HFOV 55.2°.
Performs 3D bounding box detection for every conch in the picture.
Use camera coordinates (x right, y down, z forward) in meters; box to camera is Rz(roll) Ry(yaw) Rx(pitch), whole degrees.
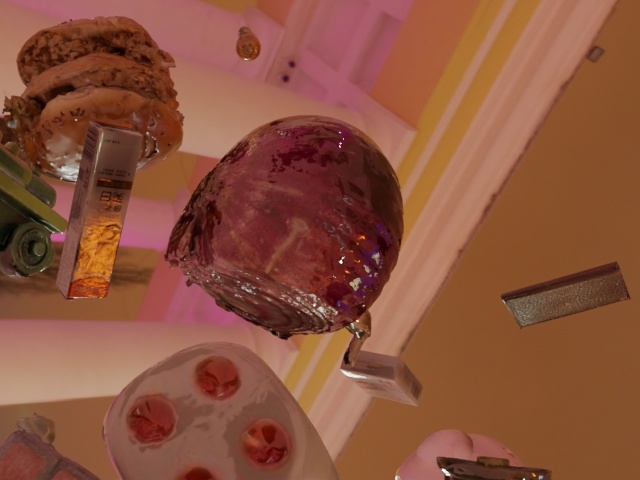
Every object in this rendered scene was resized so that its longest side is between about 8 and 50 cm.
[{"bbox_3d":[-0.642,0.429,1.395,0.180,0.065,0.088,20,-43,53],"label":"conch"}]

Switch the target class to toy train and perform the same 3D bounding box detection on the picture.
[{"bbox_3d":[-0.520,-0.093,0.915,0.151,0.369,0.237,0,-117,18],"label":"toy train"}]

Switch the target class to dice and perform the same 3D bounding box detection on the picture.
[{"bbox_3d":[-0.156,0.365,0.993,0.304,0.277,0.304,47,-26,31],"label":"dice"}]

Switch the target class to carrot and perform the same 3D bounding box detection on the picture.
[{"bbox_3d":[-0.114,-0.309,0.953,0.190,0.037,0.037,-108,-140,-65],"label":"carrot"}]

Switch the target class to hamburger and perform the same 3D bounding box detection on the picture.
[{"bbox_3d":[-0.348,-0.201,0.934,0.245,0.261,0.211,-41,-120,37],"label":"hamburger"}]

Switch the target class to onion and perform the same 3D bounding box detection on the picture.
[{"bbox_3d":[-0.016,-0.021,0.668,0.230,0.273,0.256,-34,-125,43],"label":"onion"}]

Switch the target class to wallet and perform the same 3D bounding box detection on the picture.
[{"bbox_3d":[0.529,0.118,1.325,0.243,0.133,0.039,-22,-135,25],"label":"wallet"}]

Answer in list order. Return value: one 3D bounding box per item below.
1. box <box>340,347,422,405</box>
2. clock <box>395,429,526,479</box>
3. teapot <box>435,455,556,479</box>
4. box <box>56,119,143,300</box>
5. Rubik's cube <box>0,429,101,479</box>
[{"bbox_3d":[0.163,0.356,1.587,0.150,0.233,0.067,3,-117,27],"label":"box"},{"bbox_3d":[0.327,0.568,1.217,0.377,0.251,0.368,-160,-128,-80],"label":"clock"},{"bbox_3d":[0.157,0.244,0.509,0.130,0.166,0.119,151,-51,-64],"label":"teapot"},{"bbox_3d":[-0.270,-0.033,0.741,0.040,0.055,0.218,34,-67,44],"label":"box"},{"bbox_3d":[-0.249,0.349,0.540,0.237,0.238,0.237,35,-37,2],"label":"Rubik's cube"}]
